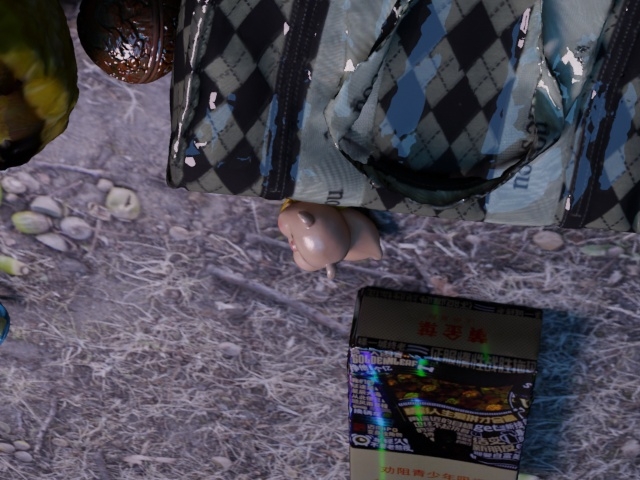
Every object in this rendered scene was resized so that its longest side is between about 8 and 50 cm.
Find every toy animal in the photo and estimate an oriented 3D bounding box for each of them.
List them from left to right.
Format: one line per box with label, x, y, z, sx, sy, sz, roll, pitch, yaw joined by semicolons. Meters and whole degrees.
toy animal;0.000;0.000;1.317;0.091;0.082;0.114;-15;134;31

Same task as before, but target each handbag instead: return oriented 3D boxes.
handbag;0.104;-0.165;1.018;0.416;0.180;0.316;6;138;-9

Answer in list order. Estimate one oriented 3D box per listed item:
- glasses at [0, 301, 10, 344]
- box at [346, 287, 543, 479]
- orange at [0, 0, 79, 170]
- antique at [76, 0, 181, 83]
glasses;-0.463;0.036;1.503;0.239;0.102;0.206;10;112;5
box;0.131;0.189;1.502;0.198;0.084;0.310;7;140;7
orange;-0.355;-0.205;1.066;0.369;0.210;0.271;22;162;-9
antique;-0.155;-0.180;1.134;0.104;0.104;0.104;7;140;6
